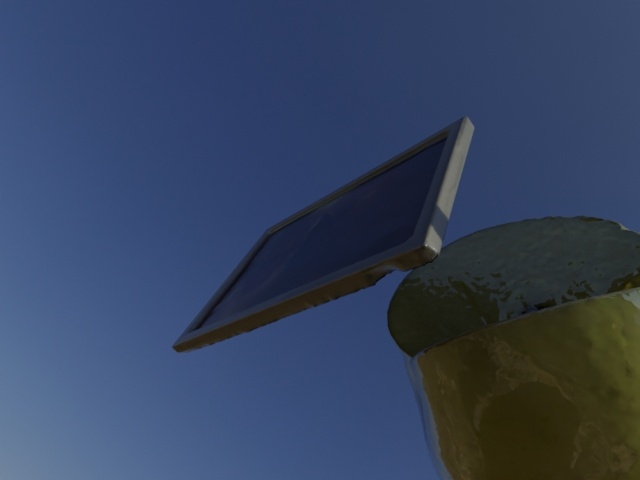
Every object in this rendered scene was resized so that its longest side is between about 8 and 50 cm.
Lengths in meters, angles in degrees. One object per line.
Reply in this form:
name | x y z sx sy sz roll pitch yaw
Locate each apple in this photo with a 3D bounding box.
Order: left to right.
apple | 0.209 0.118 0.409 0.257 0.295 0.233 -15 -80 2

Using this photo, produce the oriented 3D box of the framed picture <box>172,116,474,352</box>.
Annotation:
framed picture | 0.000 0.000 0.429 0.289 0.211 0.020 -25 -69 37
